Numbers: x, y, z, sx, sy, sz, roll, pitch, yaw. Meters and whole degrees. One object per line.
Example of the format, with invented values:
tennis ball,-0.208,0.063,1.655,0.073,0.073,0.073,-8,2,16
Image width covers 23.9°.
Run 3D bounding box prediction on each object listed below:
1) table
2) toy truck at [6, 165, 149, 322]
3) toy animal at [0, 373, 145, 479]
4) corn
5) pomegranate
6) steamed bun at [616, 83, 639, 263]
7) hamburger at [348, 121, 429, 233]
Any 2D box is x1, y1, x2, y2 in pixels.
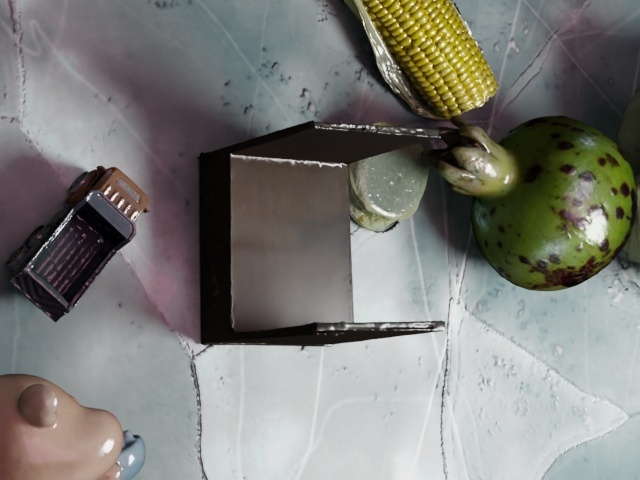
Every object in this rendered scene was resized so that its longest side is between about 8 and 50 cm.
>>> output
table,0.000,0.000,1.840,0.196,0.282,0.250,4,81,-31
toy truck,-0.283,0.000,1.774,0.083,0.092,0.192,45,63,-19
toy animal,-0.321,0.270,1.660,0.229,0.210,0.221,38,68,-37
corn,0.130,-0.292,2.069,0.305,0.122,0.123,54,32,-18
pomegranate,0.293,-0.082,2.068,0.306,0.242,0.242,51,61,-20
steamed bun,0.544,-0.059,2.198,0.342,0.255,0.367,31,37,-66
hamburger,0.081,-0.087,2.035,0.133,0.062,0.140,29,67,-31
